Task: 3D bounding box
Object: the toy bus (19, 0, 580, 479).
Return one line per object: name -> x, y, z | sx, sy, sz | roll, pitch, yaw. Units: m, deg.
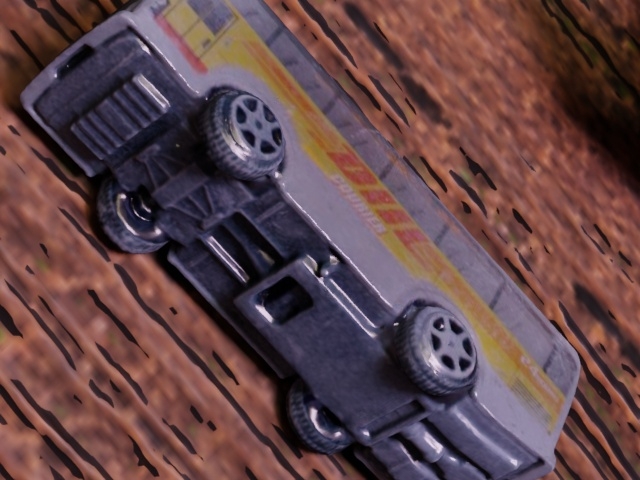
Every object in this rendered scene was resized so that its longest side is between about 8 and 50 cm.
toy bus -> 0.000, 0.000, 0.598 | 0.190, 0.064, 0.075 | 48, 41, -12
